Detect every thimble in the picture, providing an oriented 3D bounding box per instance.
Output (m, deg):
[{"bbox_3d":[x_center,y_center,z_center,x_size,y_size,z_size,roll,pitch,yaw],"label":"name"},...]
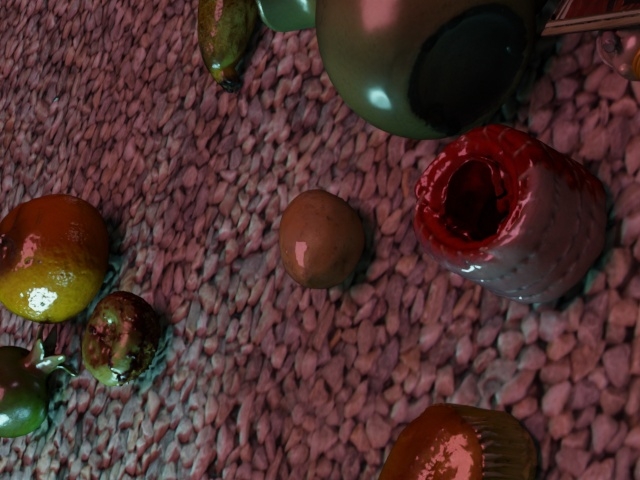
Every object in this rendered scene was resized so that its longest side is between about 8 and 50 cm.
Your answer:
[{"bbox_3d":[0.195,-0.027,1.379,0.189,0.125,0.163,22,89,55],"label":"thimble"}]

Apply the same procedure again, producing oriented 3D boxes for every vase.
[{"bbox_3d":[0.123,-0.288,1.531,0.329,0.241,0.302,-33,47,-10],"label":"vase"}]

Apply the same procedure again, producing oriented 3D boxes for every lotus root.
[{"bbox_3d":[-0.144,-0.320,2.015,0.108,0.094,0.191,111,170,-86],"label":"lotus root"}]

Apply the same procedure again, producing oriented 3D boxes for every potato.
[{"bbox_3d":[-0.001,-0.002,1.653,0.112,0.112,0.147,-49,33,26],"label":"potato"}]

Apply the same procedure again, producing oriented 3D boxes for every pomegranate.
[{"bbox_3d":[-0.479,0.223,2.166,0.191,0.131,0.152,-48,52,10],"label":"pomegranate"}]

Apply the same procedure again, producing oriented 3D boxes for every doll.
[{"bbox_3d":[0.309,-0.200,1.346,0.127,0.084,0.073,55,137,43],"label":"doll"}]

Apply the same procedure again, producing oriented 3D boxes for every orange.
[{"bbox_3d":[-0.443,0.025,2.171,0.224,0.170,0.224,-26,56,45],"label":"orange"}]

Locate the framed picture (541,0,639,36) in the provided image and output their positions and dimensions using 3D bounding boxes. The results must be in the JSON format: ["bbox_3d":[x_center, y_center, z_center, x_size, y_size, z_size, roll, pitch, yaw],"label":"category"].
[{"bbox_3d":[0.359,-0.292,1.320,0.273,0.016,0.216,1,53,53],"label":"framed picture"}]

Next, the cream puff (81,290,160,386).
[{"bbox_3d":[-0.288,0.149,1.976,0.149,0.084,0.149,-23,60,47],"label":"cream puff"}]

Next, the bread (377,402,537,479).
[{"bbox_3d":[0.126,0.257,1.348,0.132,0.114,0.190,34,106,52],"label":"bread"}]
